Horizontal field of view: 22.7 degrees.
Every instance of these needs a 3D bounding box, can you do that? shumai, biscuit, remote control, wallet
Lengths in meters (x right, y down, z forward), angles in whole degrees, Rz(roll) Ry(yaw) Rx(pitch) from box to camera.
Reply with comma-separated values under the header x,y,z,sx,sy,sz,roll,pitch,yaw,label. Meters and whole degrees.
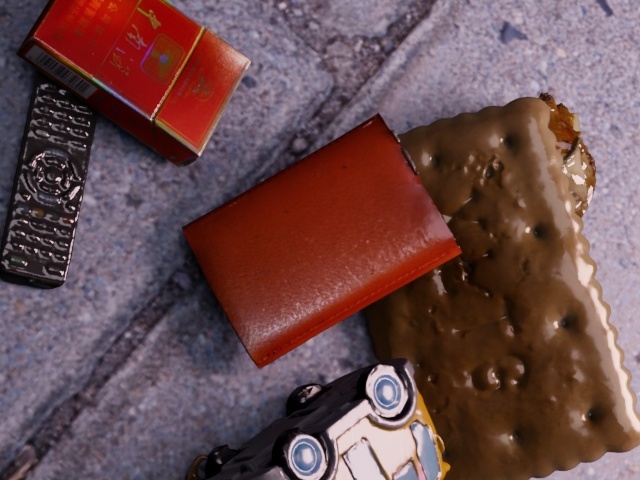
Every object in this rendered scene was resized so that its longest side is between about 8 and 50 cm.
x,y,z,sx,sy,sz,roll,pitch,yaw,label
0.199,-0.071,1.461,0.145,0.116,0.146,5,76,-21,shumai
0.137,0.051,1.387,0.217,0.044,0.325,-17,82,17,biscuit
-0.225,-0.080,1.357,0.063,0.025,0.245,15,72,-17,remote control
0.000,0.000,1.366,0.204,0.045,0.142,-30,79,1,wallet

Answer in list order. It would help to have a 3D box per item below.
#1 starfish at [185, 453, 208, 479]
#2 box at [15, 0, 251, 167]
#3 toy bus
x,y,z,sx,sy,sz,roll,pitch,yaw,label
-0.079,0.214,1.335,0.078,0.028,0.091,26,66,-18,starfish
-0.158,-0.157,1.370,0.175,0.048,0.112,34,62,-18,box
0.010,0.194,1.307,0.209,0.126,0.136,-35,98,-39,toy bus
